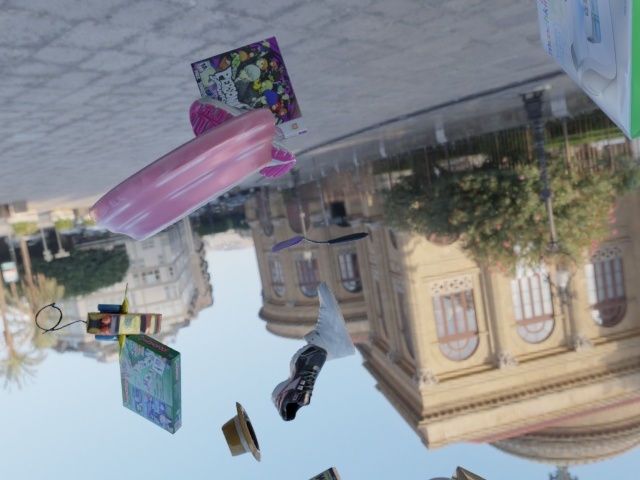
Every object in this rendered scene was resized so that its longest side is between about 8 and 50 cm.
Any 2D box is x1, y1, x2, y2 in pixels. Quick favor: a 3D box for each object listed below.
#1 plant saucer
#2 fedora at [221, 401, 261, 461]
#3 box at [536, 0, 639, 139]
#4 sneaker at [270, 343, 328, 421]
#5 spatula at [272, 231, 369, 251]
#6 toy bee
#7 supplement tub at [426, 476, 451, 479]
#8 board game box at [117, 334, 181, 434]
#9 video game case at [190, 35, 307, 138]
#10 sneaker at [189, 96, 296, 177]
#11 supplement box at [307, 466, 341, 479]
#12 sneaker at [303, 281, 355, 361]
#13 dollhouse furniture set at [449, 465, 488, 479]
[{"bbox_3d":[-0.206,-0.097,0.907,0.332,0.084,0.332,-30,-172,5],"label":"plant saucer"},{"bbox_3d":[-0.232,0.555,1.584,0.079,0.194,0.194,-22,-172,-8],"label":"fedora"},{"bbox_3d":[0.328,-0.289,0.588,0.126,0.262,0.231,-23,-134,9],"label":"box"},{"bbox_3d":[-0.033,0.294,1.125,0.072,0.178,0.077,16,-157,-28],"label":"sneaker"},{"bbox_3d":[0.000,0.000,1.683,0.296,0.030,0.084,-5,-165,-3],"label":"spatula"},{"bbox_3d":[-0.527,0.221,1.405,0.298,0.195,0.162,-19,-170,-37],"label":"toy bee"},{"bbox_3d":[0.377,0.879,1.702,0.191,0.272,0.191,-4,-146,3],"label":"supplement tub"},{"bbox_3d":[-0.527,0.434,1.722,0.213,0.317,0.046,22,-147,21],"label":"board game box"},{"bbox_3d":[-0.166,-0.333,1.304,0.210,0.232,0.042,-19,-177,-3],"label":"video game case"},{"bbox_3d":[-0.165,-0.225,1.147,0.103,0.111,0.252,-36,140,25],"label":"sneaker"},{"bbox_3d":[0.005,0.546,1.230,0.083,0.056,0.083,-27,157,-4],"label":"supplement box"},{"bbox_3d":[0.004,0.312,2.063,0.169,0.293,0.108,-20,-179,6],"label":"sneaker"},{"bbox_3d":[0.333,0.660,1.235,0.161,0.242,0.212,27,180,-4],"label":"dollhouse furniture set"}]
